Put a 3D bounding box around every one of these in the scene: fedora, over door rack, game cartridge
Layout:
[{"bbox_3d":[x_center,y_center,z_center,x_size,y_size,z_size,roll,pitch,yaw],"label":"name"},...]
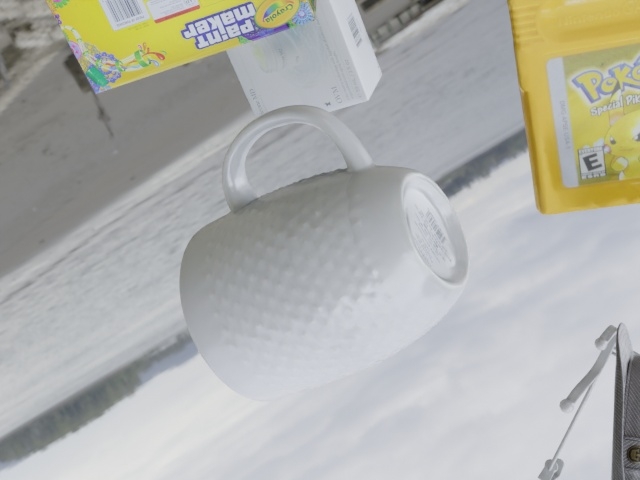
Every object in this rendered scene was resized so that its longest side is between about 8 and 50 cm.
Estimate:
[{"bbox_3d":[0.406,0.235,1.019,0.124,0.275,0.244,1,159,24],"label":"fedora"},{"bbox_3d":[0.461,0.317,1.300,0.108,0.239,0.324,-24,137,-42],"label":"over door rack"},{"bbox_3d":[0.388,-0.187,1.081,0.285,0.324,0.053,-8,-144,16],"label":"game cartridge"}]

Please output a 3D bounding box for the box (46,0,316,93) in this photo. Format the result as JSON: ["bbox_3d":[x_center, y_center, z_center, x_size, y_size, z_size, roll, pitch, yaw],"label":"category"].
[{"bbox_3d":[-0.165,-0.359,1.124,0.290,0.177,0.279,-15,-148,12],"label":"box"}]

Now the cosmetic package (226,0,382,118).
[{"bbox_3d":[-0.038,-0.350,1.631,0.224,0.224,0.138,-13,-154,24],"label":"cosmetic package"}]

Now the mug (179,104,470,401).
[{"bbox_3d":[0.000,0.000,1.206,0.328,0.374,0.276,-24,-179,31],"label":"mug"}]
